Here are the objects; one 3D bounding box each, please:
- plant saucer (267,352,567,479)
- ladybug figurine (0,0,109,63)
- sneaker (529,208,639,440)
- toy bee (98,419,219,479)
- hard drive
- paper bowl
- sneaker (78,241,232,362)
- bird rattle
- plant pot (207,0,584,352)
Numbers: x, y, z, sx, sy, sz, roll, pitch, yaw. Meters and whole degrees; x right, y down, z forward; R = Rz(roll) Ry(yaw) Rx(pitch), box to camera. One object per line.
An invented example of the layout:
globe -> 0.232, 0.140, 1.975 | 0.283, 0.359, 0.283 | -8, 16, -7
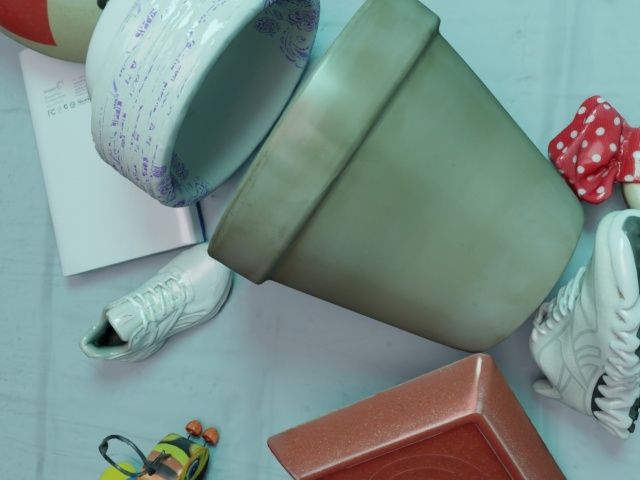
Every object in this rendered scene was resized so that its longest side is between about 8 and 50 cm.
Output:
plant saucer -> 0.114, 0.263, 0.731 | 0.258, 0.048, 0.259 | -26, 117, 17
ladybug figurine -> -0.342, -0.404, 0.845 | 0.449, 0.162, 0.305 | 34, 92, 16
sneaker -> 0.256, 0.085, 0.656 | 0.118, 0.292, 0.110 | 19, 53, 31
toy bee -> -0.179, 0.318, 0.865 | 0.195, 0.162, 0.298 | 37, 127, 6
hard drive -> -0.285, -0.129, 0.928 | 0.210, 0.040, 0.319 | -14, 87, 18
paper bowl -> -0.136, -0.188, 0.743 | 0.148, 0.284, 0.284 | 34, 101, 7
sneaker -> -0.209, 0.088, 0.869 | 0.232, 0.115, 0.090 | -41, 79, 15
bird rattle -> 0.367, -0.058, 0.697 | 0.207, 0.143, 0.253 | -33, 68, 5
plant pot -> 0.089, -0.040, 0.694 | 0.280, 0.323, 0.323 | 35, 102, -3
